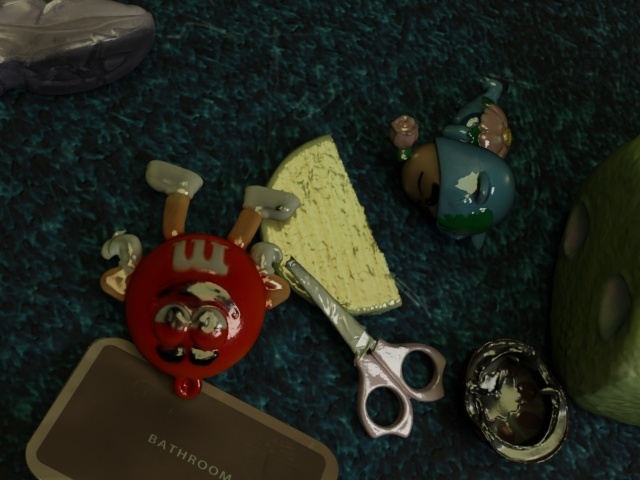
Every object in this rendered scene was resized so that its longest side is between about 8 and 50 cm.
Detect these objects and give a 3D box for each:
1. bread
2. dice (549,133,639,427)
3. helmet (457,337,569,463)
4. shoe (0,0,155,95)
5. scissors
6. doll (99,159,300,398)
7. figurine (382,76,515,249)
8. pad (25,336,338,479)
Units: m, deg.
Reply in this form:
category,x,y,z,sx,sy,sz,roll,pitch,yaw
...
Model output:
category,x,y,z,sx,sy,sz,roll,pitch,yaw
bread,-0.005,-0.002,1.017,0.112,0.036,0.193,-22,81,-12
dice,0.376,0.051,0.969,0.251,0.254,0.250,12,71,-8
helmet,0.183,0.157,0.992,0.098,0.070,0.123,-27,88,-12
shoe,-0.289,-0.218,0.984,0.245,0.095,0.138,-10,79,-9
scissors,0.036,0.097,0.979,0.110,0.021,0.212,-45,101,-18
doll,-0.120,0.037,0.950,0.183,0.085,0.217,14,72,2
figurine,0.134,-0.087,1.043,0.144,0.114,0.178,16,59,0
pad,-0.115,0.196,0.902,0.266,0.002,0.176,28,40,-4
